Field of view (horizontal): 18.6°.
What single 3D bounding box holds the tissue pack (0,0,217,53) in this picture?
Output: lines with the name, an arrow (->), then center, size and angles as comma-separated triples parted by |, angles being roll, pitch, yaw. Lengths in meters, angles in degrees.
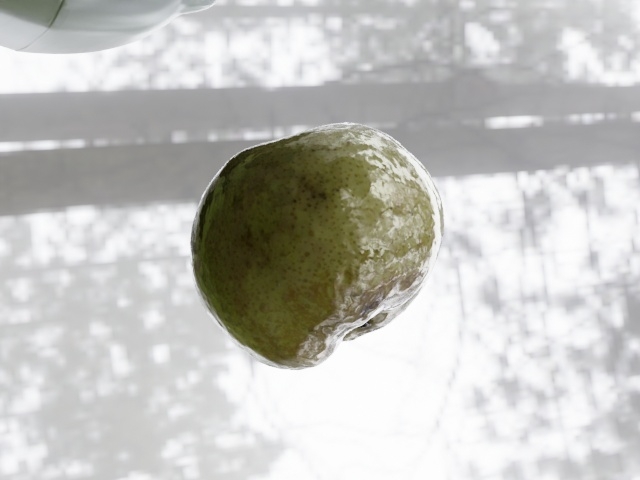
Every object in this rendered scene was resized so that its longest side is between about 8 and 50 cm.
tissue pack -> -0.177, -0.305, 1.470 | 0.229, 0.236, 0.333 | 172, -67, -69

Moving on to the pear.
pear -> 0.000, 0.000, 1.237 | 0.136, 0.167, 0.167 | 57, -45, 10
